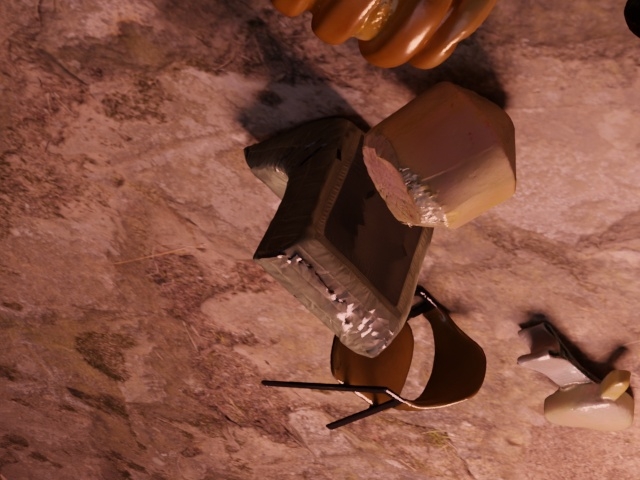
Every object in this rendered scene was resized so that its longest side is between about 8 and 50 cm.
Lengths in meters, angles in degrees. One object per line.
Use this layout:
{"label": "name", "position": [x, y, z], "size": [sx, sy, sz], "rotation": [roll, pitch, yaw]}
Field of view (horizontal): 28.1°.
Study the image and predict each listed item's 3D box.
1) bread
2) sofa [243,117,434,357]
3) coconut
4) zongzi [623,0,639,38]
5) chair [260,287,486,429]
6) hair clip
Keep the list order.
{"label": "bread", "position": [0.006, -0.271, 1.190], "size": [0.311, 0.121, 0.173], "rotation": [31, 148, -9]}
{"label": "sofa", "position": [0.000, 0.000, 1.494], "size": [0.176, 0.225, 0.210], "rotation": [-15, 134, 40]}
{"label": "coconut", "position": [0.135, -0.092, 1.351], "size": [0.147, 0.153, 0.147], "rotation": [53, 166, 19]}
{"label": "zongzi", "position": [0.405, -0.257, 0.976], "size": [0.289, 0.154, 0.317], "rotation": [23, 123, 16]}
{"label": "chair", "position": [0.078, 0.155, 1.731], "size": [0.172, 0.158, 0.247], "rotation": [39, 146, -28]}
{"label": "hair clip", "position": [0.352, 0.192, 1.701], "size": [0.159, 0.071, 0.218], "rotation": [-17, 134, 43]}
